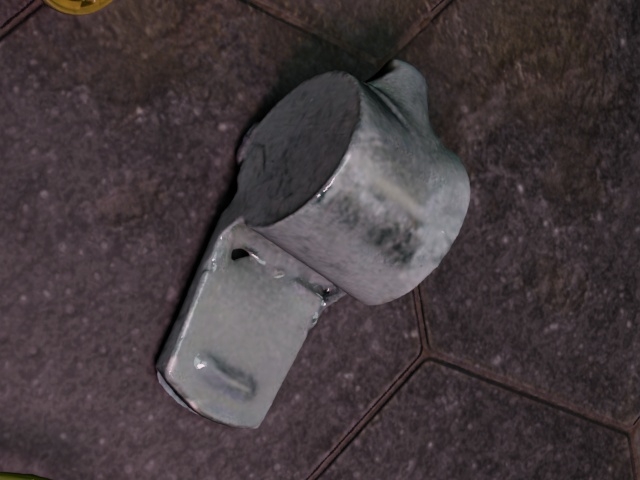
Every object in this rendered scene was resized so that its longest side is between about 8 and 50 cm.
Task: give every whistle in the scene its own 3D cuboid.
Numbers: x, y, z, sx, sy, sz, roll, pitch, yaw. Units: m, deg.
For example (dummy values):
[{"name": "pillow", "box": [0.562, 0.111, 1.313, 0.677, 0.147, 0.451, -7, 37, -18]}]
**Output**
[{"name": "whistle", "box": [-0.018, -0.002, 1.564, 0.168, 0.188, 0.405, 35, 105, -32]}]

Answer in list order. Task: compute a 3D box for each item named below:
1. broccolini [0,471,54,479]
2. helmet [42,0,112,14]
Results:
[{"name": "broccolini", "box": [-0.313, 0.262, 1.347, 0.272, 0.062, 0.123, 5, 84, 0]}, {"name": "helmet", "box": [-0.252, -0.335, 1.413, 0.257, 0.140, 0.205, -63, 152, -29]}]
